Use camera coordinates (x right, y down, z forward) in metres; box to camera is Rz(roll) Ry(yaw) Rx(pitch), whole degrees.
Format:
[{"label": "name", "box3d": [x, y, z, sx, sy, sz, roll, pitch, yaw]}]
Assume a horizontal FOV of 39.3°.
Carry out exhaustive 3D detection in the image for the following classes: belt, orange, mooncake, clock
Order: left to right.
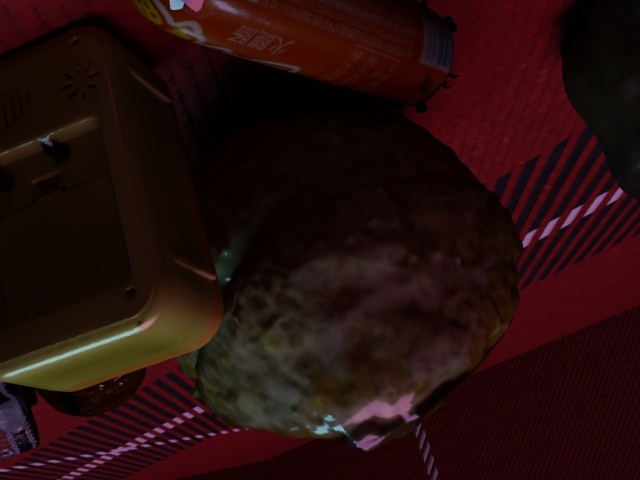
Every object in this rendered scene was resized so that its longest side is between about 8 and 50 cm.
[{"label": "belt", "box3d": [-0.397, 0.180, 1.056, 0.094, 0.126, 0.359, -14, 164, -14]}, {"label": "clock", "box3d": [-0.153, -0.017, 0.565, 0.143, 0.202, 0.096, -21, 162, 14]}, {"label": "orange", "box3d": [0.000, 0.000, 0.698, 0.270, 0.211, 0.368, -20, -171, -14]}, {"label": "mooncake", "box3d": [0.345, -0.146, 0.709, 0.290, 0.161, 0.290, -17, 161, -6]}]

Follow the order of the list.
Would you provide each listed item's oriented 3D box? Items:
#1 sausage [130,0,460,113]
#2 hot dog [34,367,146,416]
[{"label": "sausage", "box3d": [-0.019, -0.140, 0.539, 0.083, 0.083, 0.263, -30, 156, 36]}, {"label": "hot dog", "box3d": [-0.288, 0.150, 1.117, 0.160, 0.099, 0.227, -11, 160, -20]}]
